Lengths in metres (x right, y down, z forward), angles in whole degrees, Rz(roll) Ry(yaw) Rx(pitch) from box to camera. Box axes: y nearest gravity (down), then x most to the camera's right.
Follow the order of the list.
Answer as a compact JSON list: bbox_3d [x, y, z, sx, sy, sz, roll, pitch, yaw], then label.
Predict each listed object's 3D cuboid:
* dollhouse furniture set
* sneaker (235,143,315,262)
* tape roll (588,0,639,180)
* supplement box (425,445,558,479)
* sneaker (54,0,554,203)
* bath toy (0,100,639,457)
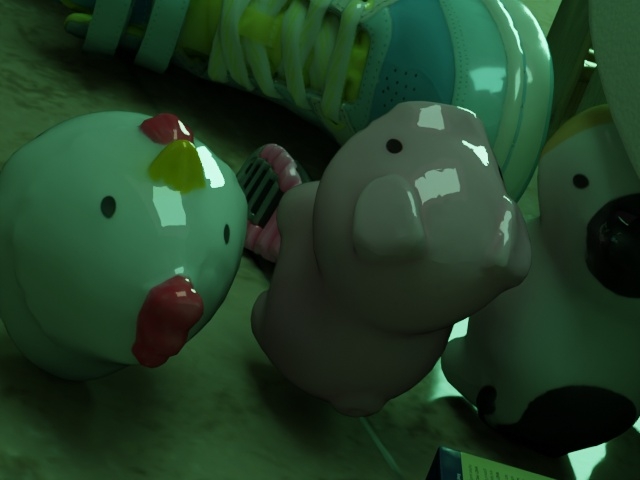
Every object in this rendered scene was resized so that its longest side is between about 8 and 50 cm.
[{"bbox_3d":[0.209,-0.103,1.171,0.151,0.123,0.144,2,30,-34],"label":"dollhouse furniture set"},{"bbox_3d":[0.000,0.000,0.911,0.057,0.047,0.119,26,17,-42],"label":"sneaker"},{"bbox_3d":[0.291,-0.042,0.827,0.392,0.072,0.392,18,48,-20],"label":"tape roll"},{"bbox_3d":[0.072,0.124,0.679,0.083,0.056,0.083,17,25,-7],"label":"supplement box"},{"bbox_3d":[-0.029,-0.105,1.001,0.208,0.127,0.319,10,17,-25],"label":"sneaker"},{"bbox_3d":[0.047,0.013,0.774,0.348,0.151,0.129,7,13,-23],"label":"bath toy"}]
